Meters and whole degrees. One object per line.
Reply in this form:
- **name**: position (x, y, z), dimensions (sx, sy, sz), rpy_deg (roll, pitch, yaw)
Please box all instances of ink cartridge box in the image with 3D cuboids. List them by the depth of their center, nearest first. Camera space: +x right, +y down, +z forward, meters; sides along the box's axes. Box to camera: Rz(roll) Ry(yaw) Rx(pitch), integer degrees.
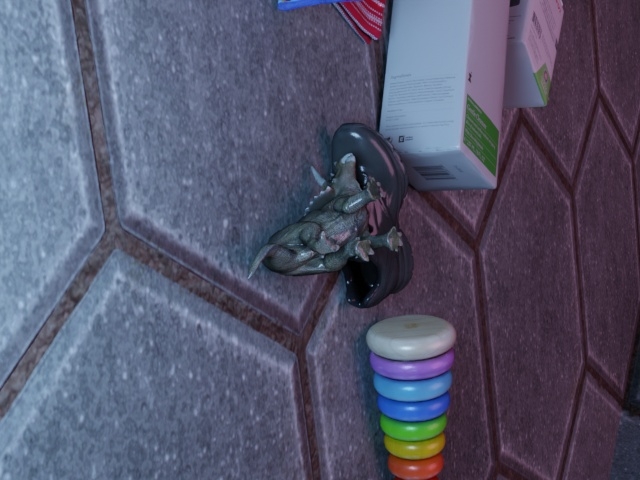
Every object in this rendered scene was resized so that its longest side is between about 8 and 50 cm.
- **ink cartridge box**: position (0.412, -0.440, 2.464), dimensions (0.198, 0.114, 0.273), rpy_deg (57, 40, -47)

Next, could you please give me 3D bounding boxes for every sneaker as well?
- **sneaker**: position (0.066, -0.031, 1.753), dimensions (0.130, 0.109, 0.286), rpy_deg (-40, 122, -52)

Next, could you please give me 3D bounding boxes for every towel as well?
- **towel**: position (0.074, -0.470, 1.839), dimensions (0.199, 0.031, 0.275), rpy_deg (39, 62, -57)

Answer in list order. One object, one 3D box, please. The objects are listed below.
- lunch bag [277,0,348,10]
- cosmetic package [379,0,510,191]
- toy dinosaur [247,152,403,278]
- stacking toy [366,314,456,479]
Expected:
- **lunch bag**: position (0.024, -0.485, 1.641), dimensions (0.293, 0.138, 0.221), rpy_deg (-56, 136, -47)
- **cosmetic package**: position (0.210, -0.285, 2.002), dimensions (0.197, 0.155, 0.366), rpy_deg (32, 62, -58)
- **toy dinosaur**: position (0.000, 0.000, 1.577), dimensions (0.313, 0.160, 0.121), rpy_deg (-46, 110, -40)
- **stacking toy**: position (0.152, 0.291, 1.880), dimensions (0.141, 0.141, 0.330), rpy_deg (-33, 121, -60)
